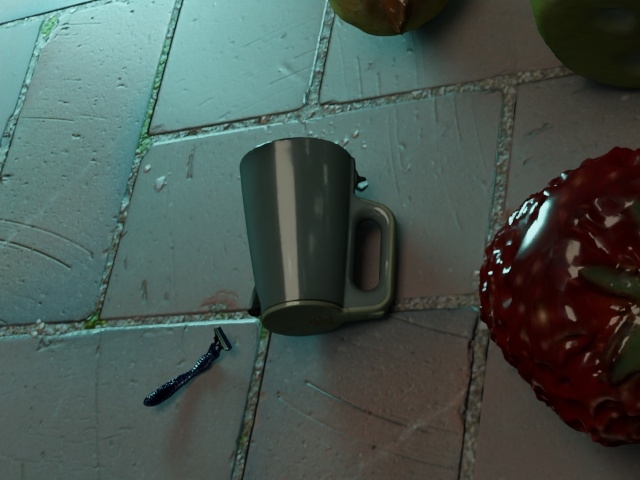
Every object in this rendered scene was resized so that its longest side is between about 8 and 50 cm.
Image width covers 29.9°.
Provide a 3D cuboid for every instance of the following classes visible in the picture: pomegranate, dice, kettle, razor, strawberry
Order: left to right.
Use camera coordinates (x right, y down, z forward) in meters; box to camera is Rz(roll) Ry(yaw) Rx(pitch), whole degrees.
[{"bbox_3d":[-0.188,0.189,1.705,0.154,0.028,0.044,-40,53,6],"label":"razor"},{"bbox_3d":[0.000,0.000,1.635,0.210,0.160,0.243,-4,65,-1],"label":"kettle"},{"bbox_3d":[0.098,-0.402,1.752,0.207,0.207,0.207,-16,56,25],"label":"pomegranate"},{"bbox_3d":[0.293,0.047,1.322,0.345,0.295,0.318,12,106,56],"label":"strawberry"},{"bbox_3d":[0.403,-0.342,1.486,0.226,0.233,0.238,3,65,36],"label":"dice"}]
